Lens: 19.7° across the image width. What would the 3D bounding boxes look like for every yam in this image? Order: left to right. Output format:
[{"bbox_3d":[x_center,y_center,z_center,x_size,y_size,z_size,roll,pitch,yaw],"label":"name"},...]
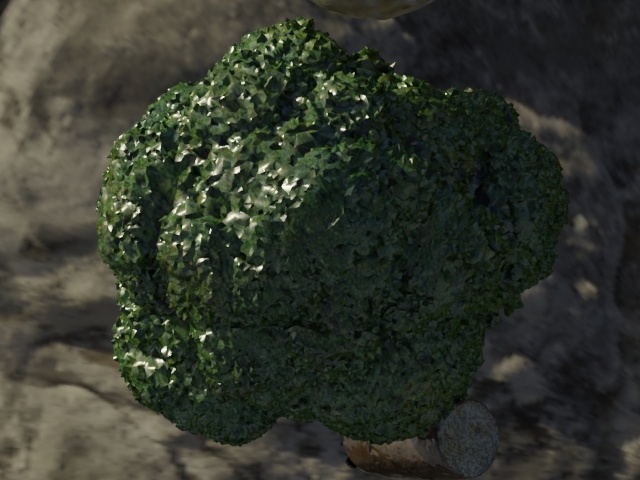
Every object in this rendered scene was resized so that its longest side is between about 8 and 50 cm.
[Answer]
[{"bbox_3d":[0.088,0.175,1.649,0.127,0.084,0.084,-6,78,50],"label":"yam"}]

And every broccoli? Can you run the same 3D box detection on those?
[{"bbox_3d":[-0.005,-0.007,1.545,0.413,0.321,0.310,-36,31,1],"label":"broccoli"}]

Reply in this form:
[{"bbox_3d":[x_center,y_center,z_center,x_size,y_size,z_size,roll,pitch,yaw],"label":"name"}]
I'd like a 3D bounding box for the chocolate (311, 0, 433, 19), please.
[{"bbox_3d":[0.105,-0.261,1.498,0.309,0.134,0.134,-13,78,24],"label":"chocolate"}]
